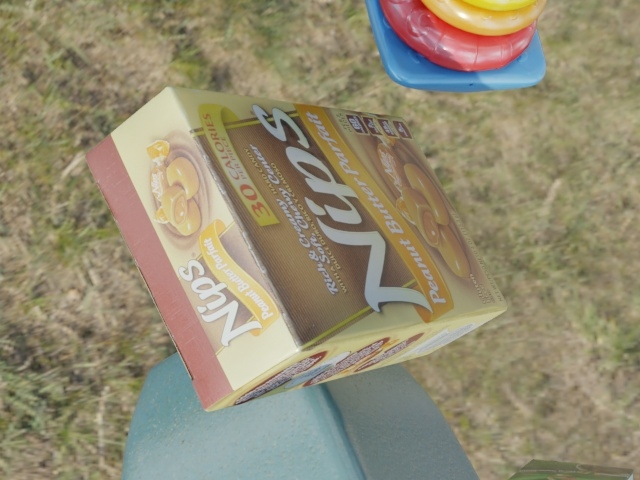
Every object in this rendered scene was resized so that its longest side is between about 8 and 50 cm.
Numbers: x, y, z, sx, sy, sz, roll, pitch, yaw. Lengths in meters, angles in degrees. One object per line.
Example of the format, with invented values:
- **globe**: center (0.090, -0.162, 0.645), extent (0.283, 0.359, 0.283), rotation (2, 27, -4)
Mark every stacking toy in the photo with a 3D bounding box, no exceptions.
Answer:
- **stacking toy**: center (0.159, -0.278, 1.054), extent (0.175, 0.302, 0.165), rotation (-3, 64, -16)

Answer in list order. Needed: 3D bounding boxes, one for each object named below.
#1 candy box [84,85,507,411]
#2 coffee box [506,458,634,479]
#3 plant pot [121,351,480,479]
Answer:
- **candy box**: center (0.000, 0.000, 0.827), extent (0.316, 0.087, 0.183), rotation (-3, 61, -60)
- **coffee box**: center (0.236, 0.254, 1.149), extent (0.184, 0.113, 0.040), rotation (-5, 96, -64)
- **plant pot**: center (-0.026, 0.198, 1.024), extent (0.247, 0.248, 0.252), rotation (19, 44, -56)
